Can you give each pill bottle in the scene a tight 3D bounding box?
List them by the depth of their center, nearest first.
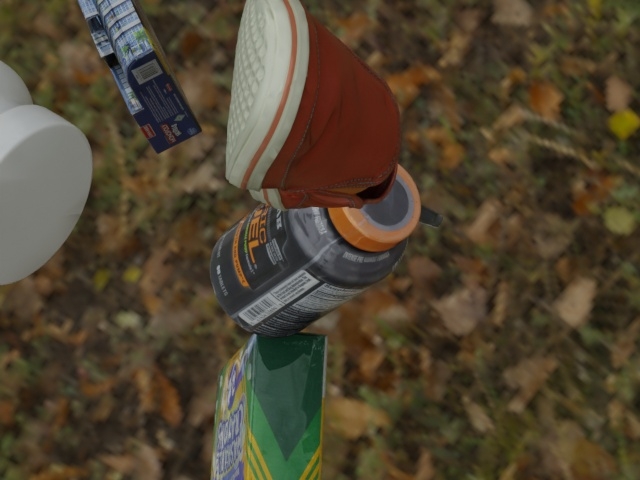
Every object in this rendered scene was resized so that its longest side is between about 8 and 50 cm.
[{"bbox_3d":[-0.299,-0.082,1.357,0.264,0.153,0.153,30,84,24],"label":"pill bottle"},{"bbox_3d":[0.000,0.000,1.848,0.245,0.130,0.130,-35,41,55],"label":"pill bottle"}]

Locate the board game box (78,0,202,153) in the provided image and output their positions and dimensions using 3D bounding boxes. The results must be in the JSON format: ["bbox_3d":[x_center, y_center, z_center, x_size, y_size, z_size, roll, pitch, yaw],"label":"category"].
[{"bbox_3d":[-0.209,-0.220,2.032,0.060,0.194,0.194,-27,64,0],"label":"board game box"}]

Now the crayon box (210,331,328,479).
[{"bbox_3d":[-0.060,0.272,1.991,0.203,0.083,0.323,130,144,-68],"label":"crayon box"}]

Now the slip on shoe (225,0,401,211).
[{"bbox_3d":[0.000,-0.077,1.168,0.101,0.331,0.123,6,83,5],"label":"slip on shoe"}]

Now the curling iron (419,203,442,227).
[{"bbox_3d":[0.036,-0.081,2.208,0.068,0.274,0.035,-51,26,15],"label":"curling iron"}]
